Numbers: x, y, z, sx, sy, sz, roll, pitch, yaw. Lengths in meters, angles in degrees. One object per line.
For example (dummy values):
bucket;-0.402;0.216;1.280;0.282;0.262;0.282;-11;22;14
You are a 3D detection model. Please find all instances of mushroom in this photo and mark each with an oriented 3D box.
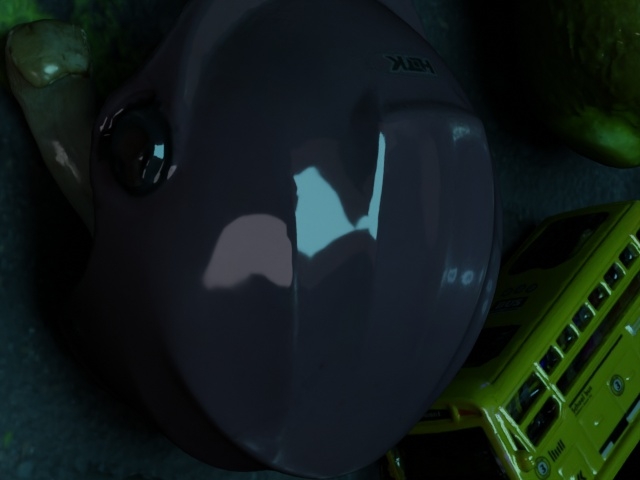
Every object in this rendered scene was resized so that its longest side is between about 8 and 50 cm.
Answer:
mushroom;-0.140;-0.047;1.263;0.059;0.054;0.202;-36;116;-31

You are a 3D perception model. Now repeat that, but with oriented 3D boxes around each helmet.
helmet;0.000;0.000;1.214;0.271;0.197;0.338;3;119;-48

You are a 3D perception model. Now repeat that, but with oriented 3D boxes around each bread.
bread;0.241;-0.244;1.485;0.208;0.251;0.376;-3;89;-29

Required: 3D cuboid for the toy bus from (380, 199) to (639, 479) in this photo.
toy bus;0.151;0.119;1.446;0.331;0.145;0.151;-47;114;-36
